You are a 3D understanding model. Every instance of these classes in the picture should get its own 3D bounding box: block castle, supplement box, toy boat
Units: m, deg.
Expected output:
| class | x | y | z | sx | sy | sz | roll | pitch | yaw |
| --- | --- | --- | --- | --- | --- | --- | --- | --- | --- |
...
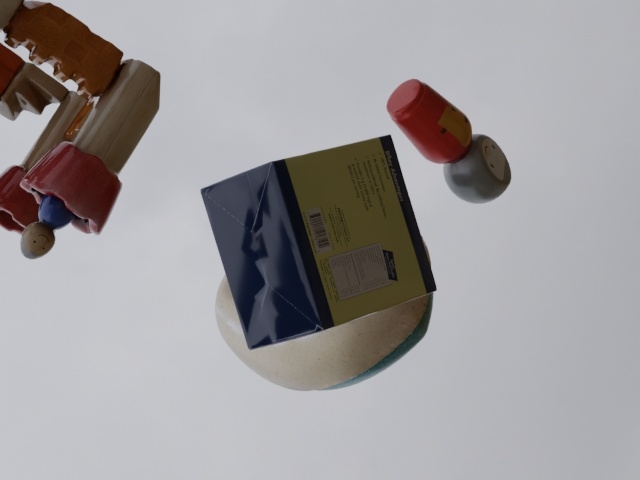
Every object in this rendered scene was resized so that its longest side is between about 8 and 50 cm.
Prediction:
| class | x | y | z | sx | sy | sz | roll | pitch | yaw |
| --- | --- | --- | --- | --- | --- | --- | --- | --- | --- |
| block castle | -0.396 | -0.162 | 1.448 | 0.453 | 0.303 | 0.213 | 35 | -106 | -17 |
| supplement box | 0.000 | 0.000 | 0.754 | 0.083 | 0.056 | 0.083 | -16 | -91 | -44 |
| toy boat | 0.055 | 0.009 | 1.453 | 0.148 | 0.267 | 0.318 | 41 | -102 | -30 |
